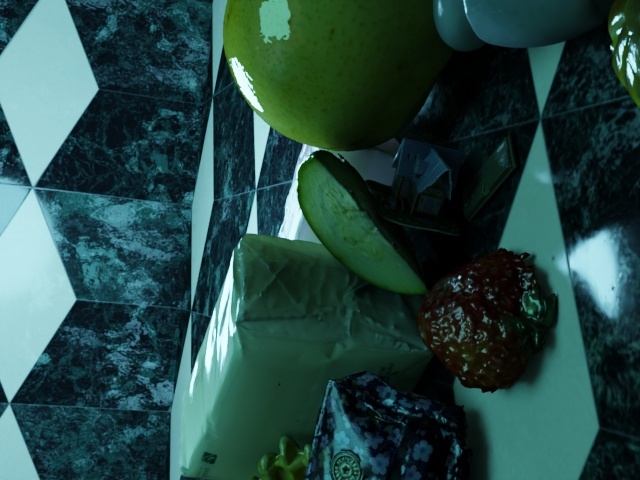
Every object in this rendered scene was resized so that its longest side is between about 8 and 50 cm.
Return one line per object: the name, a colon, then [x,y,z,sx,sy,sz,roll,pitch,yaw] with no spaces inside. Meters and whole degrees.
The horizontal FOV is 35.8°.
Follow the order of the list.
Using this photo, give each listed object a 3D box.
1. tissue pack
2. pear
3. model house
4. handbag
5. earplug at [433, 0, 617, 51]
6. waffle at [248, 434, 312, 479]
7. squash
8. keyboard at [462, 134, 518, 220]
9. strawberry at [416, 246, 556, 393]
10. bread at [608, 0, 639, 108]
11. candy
tissue pack: [-0.032,0.192,1.457,0.207,0.297,0.380,-97,20,-45]
pear: [0.028,-0.291,1.378,0.348,0.348,0.349,-174,90,-72]
model house: [0.133,-0.081,1.315,0.167,0.117,0.088,-100,25,-69]
handbag: [0.083,0.294,1.237,0.207,0.126,0.229,19,95,32]
earplug: [0.218,-0.305,1.098,0.325,0.175,0.214,-113,39,-74]
waffle: [0.010,0.403,1.392,0.056,0.261,0.250,-32,-29,-60]
squash: [0.066,-0.050,1.342,0.155,0.237,0.204,-45,14,-27]
keyboard: [0.213,-0.077,1.252,0.129,0.015,0.049,122,154,-53]
strawberry: [0.172,0.091,1.170,0.236,0.106,0.175,154,121,-70]
bread: [0.319,-0.183,0.824,0.213,0.104,0.214,-170,90,-71]
candy: [0.029,-0.052,1.579,0.116,0.155,0.265,-107,29,-57]
